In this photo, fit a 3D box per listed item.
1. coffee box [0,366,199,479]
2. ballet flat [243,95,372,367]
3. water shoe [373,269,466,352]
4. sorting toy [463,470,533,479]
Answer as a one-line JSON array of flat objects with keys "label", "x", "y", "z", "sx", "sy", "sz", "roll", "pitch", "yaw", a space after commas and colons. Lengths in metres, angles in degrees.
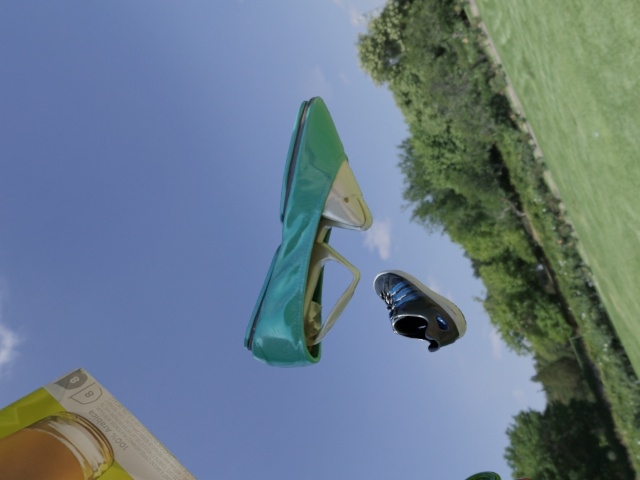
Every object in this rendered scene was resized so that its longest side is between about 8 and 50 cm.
[{"label": "coffee box", "x": -0.263, "y": 0.401, "z": 0.490, "sx": 0.338, "sy": 0.338, "sz": 0.334, "roll": 34, "pitch": -144, "yaw": 22}, {"label": "ballet flat", "x": 0.000, "y": 0.000, "z": 0.500, "sx": 0.083, "sy": 0.087, "sz": 0.247, "roll": -20, "pitch": -56, "yaw": -77}, {"label": "water shoe", "x": 0.135, "y": 0.105, "z": 0.878, "sx": 0.203, "sy": 0.080, "sz": 0.072, "roll": 25, "pitch": 137, "yaw": 53}, {"label": "sorting toy", "x": 0.200, "y": 0.292, "z": 0.610, "sx": 0.061, "sy": 0.102, "sz": 0.042, "roll": -25, "pitch": -89, "yaw": -37}]
